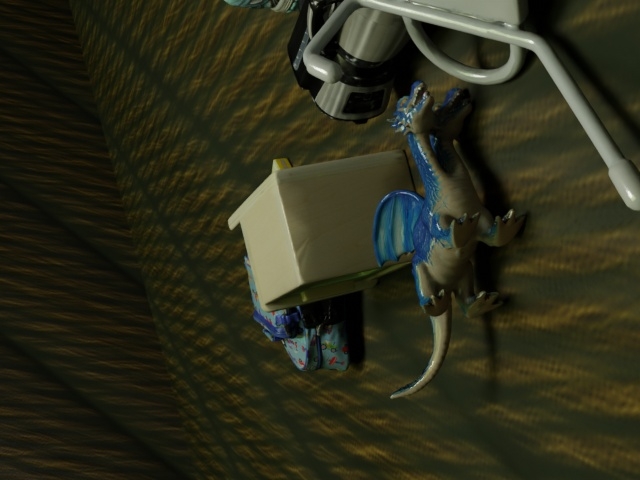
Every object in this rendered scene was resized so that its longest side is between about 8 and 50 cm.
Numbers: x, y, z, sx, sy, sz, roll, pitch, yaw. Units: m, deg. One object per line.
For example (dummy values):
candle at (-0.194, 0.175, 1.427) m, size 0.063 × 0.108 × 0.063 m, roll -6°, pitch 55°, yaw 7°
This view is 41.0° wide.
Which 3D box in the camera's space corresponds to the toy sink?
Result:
toy sink at (0.000, 0.000, 0.986) m, size 0.234 × 0.152 × 0.131 m, roll 149°, pitch 108°, yaw -67°

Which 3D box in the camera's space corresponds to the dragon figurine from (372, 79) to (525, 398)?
dragon figurine at (0.104, 0.000, 0.799) m, size 0.144 × 0.085 × 0.289 m, roll -125°, pitch 35°, yaw -51°

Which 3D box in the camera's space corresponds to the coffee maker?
coffee maker at (0.042, -0.233, 0.845) m, size 0.178 × 0.120 × 0.171 m, roll 119°, pitch 160°, yaw -58°

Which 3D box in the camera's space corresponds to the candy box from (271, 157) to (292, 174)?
candy box at (-0.054, -0.013, 1.297) m, size 0.206 × 0.027 × 0.105 m, roll 100°, pitch 153°, yaw -43°

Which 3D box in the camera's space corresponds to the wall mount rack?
wall mount rack at (0.096, -0.175, 0.560) m, size 0.304 × 0.130 × 0.350 m, roll 24°, pitch 158°, yaw 30°

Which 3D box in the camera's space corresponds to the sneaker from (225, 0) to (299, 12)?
sneaker at (-0.070, -0.404, 1.005) m, size 0.110 × 0.122 × 0.283 m, roll -130°, pitch 35°, yaw -51°

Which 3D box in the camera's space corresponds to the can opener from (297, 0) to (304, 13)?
can opener at (0.000, -0.257, 0.993) m, size 0.059 × 0.073 × 0.186 m, roll 57°, pitch 161°, yaw 28°

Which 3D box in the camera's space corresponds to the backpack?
backpack at (-0.024, 0.096, 1.151) m, size 0.158 × 0.116 × 0.173 m, roll -145°, pitch 45°, yaw -63°
